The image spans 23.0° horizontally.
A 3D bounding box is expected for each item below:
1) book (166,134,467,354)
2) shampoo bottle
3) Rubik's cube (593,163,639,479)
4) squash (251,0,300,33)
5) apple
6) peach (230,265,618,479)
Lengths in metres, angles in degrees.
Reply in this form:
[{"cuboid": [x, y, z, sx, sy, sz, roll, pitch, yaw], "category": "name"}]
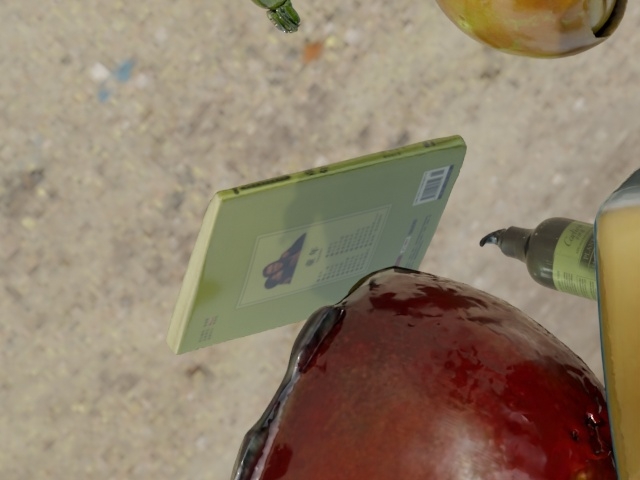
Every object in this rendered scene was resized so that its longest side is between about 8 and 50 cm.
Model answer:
[{"cuboid": [0.000, 0.000, 1.789, 0.352, 0.035, 0.239, -14, 140, -35], "category": "book"}, {"cuboid": [0.355, 0.026, 2.113, 0.101, 0.284, 0.101, -28, 125, -49], "category": "shampoo bottle"}, {"cuboid": [0.430, 0.078, 1.185, 0.351, 0.347, 0.352, -23, 107, -54], "category": "Rubik's cube"}, {"cuboid": [-0.070, -0.391, 1.839, 0.071, 0.080, 0.318, -84, 172, -60], "category": "squash"}, {"cuboid": [0.223, -0.298, 1.585, 0.237, 0.207, 0.237, 25, 90, -83], "category": "apple"}, {"cuboid": [0.094, 0.228, 1.304, 0.353, 0.416, 0.339, -25, 167, 12], "category": "peach"}]
